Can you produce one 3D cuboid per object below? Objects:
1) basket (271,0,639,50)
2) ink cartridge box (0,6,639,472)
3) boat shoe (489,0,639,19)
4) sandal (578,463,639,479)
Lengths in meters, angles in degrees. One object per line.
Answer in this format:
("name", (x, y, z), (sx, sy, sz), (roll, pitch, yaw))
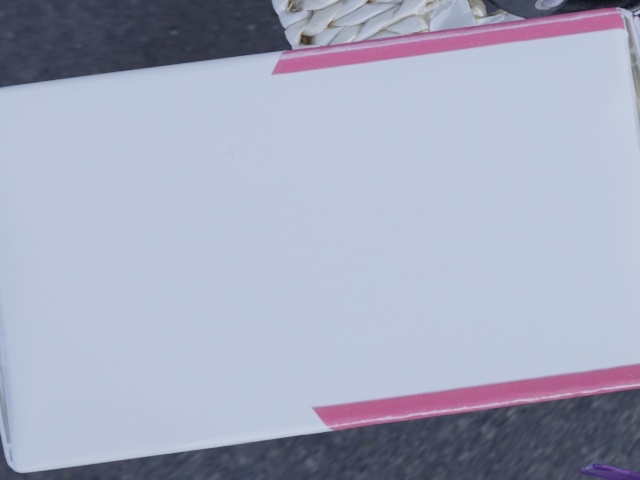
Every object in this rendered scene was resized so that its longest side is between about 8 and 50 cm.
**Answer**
("basket", (0.121, -0.270, 1.616), (0.328, 0.331, 0.266), (-26, 98, 16))
("ink cartridge box", (0.000, 0.000, 0.695), (0.207, 0.283, 0.117), (-8, 89, 0))
("boat shoe", (0.131, -0.156, 0.961), (0.112, 0.335, 0.095), (-34, 90, 16))
("sandal", (0.165, 0.169, 1.020), (0.169, 0.416, 0.102), (-11, 97, 55))
